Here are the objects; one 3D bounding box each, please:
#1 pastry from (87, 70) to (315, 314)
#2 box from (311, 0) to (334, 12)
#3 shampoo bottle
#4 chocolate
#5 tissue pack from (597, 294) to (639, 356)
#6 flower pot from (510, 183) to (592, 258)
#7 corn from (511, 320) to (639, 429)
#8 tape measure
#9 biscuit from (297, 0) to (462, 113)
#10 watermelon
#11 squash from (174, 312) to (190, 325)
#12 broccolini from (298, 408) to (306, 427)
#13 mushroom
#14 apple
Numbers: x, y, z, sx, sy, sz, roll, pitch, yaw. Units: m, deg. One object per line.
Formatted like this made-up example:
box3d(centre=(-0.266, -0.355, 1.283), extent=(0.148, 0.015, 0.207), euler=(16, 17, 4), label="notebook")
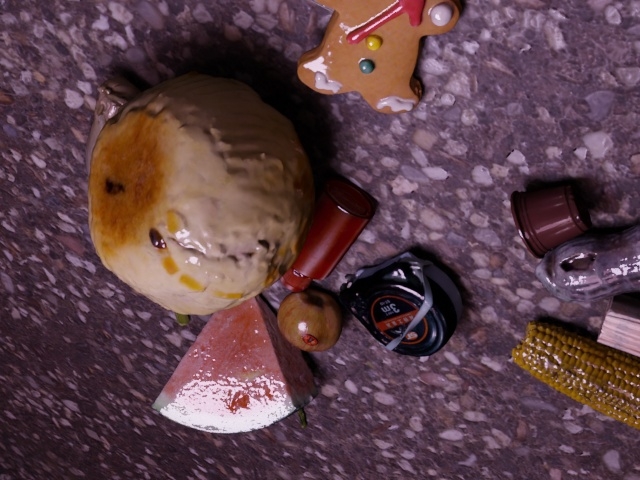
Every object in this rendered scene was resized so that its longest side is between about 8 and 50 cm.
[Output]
box3d(centre=(-0.178, -0.068, 1.547), extent=(0.388, 0.312, 0.389), euler=(-2, 86, 41), label="pastry")
box3d(centre=(-0.067, -0.449, 1.334), extent=(0.324, 0.047, 0.180), euler=(28, 139, 5), label="box")
box3d(centre=(0.000, 0.000, 1.698), extent=(0.102, 0.064, 0.260), euler=(33, 138, 0), label="shampoo bottle")
box3d(centre=(0.437, 0.034, 1.430), extent=(0.248, 0.110, 0.110), euler=(-10, 122, 38), label="chocolate")
box3d(centre=(0.574, 0.162, 1.419), extent=(0.325, 0.170, 0.071), euler=(19, 103, 17), label="tissue pack")
box3d(centre=(0.343, -0.038, 1.431), extent=(0.089, 0.111, 0.111), euler=(-23, 115, 28), label="flower pot")
box3d(centre=(0.468, 0.230, 1.590), extent=(0.317, 0.115, 0.115), euler=(23, 137, 12), label="corn")
box3d(centre=(0.151, 0.111, 1.678), extent=(0.182, 0.107, 0.181), euler=(-23, 111, 43), label="tape measure")
box3d(centre=(0.079, -0.311, 1.327), extent=(0.215, 0.047, 0.340), euler=(14, 139, -8), label="biscuit")
box3d(centre=(-0.169, 0.265, 1.915), extent=(0.283, 0.250, 0.293), euler=(1, 130, 28), label="watermelon")
box3d(centre=(-0.296, 0.140, 2.041), extent=(0.027, 0.027, 0.083), euler=(10, 132, 24), label="squash")
box3d(centre=(-0.050, 0.356, 2.093), extent=(0.035, 0.030, 0.140), euler=(21, 142, 27), label="broccolini")
box3d(centre=(-0.332, -0.108, 1.764), extent=(0.177, 0.126, 0.397), euler=(-5, 125, 23), label="mushroom")
box3d(centre=(-0.017, 0.146, 1.810), extent=(0.126, 0.126, 0.102), euler=(24, 113, 11), label="apple")
